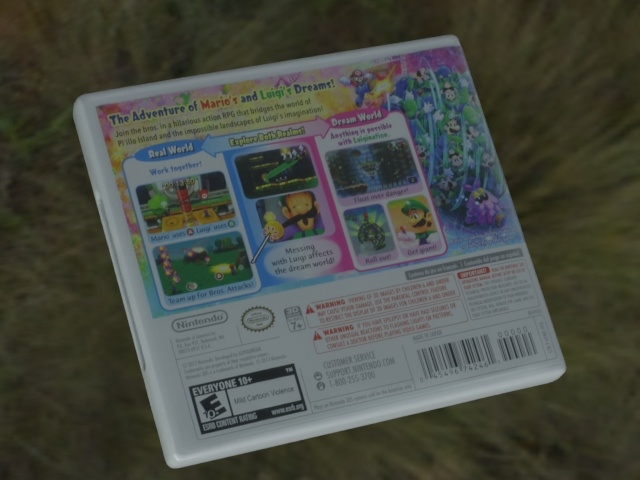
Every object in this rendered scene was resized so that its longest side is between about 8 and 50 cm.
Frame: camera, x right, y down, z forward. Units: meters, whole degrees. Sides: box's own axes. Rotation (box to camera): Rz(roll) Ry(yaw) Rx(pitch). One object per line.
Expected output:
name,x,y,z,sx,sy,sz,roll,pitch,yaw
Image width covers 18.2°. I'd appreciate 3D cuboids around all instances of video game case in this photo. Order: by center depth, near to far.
video game case,0.000,0.000,0.746,0.157,0.019,0.143,-11,73,-19
